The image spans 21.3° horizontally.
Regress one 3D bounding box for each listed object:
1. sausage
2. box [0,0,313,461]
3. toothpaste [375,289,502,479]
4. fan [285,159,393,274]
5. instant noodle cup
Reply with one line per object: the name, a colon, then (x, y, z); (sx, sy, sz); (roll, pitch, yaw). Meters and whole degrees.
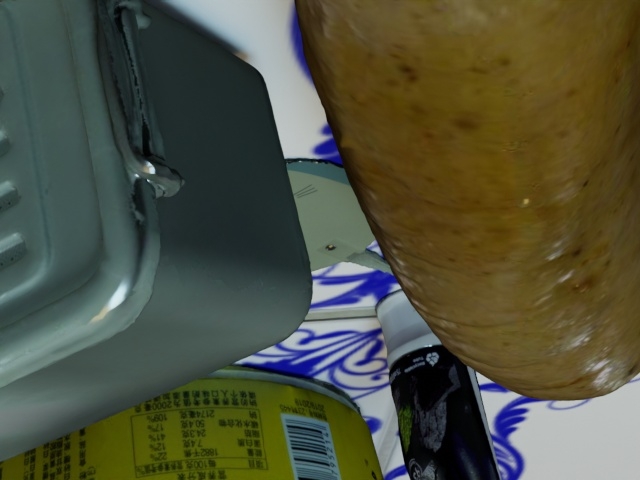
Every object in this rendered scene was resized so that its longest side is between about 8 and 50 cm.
sausage: (0.065, -0.061, 0.624); (0.136, 0.123, 0.501); (-34, 150, -6)
box: (-0.125, 0.000, 0.671); (0.243, 0.163, 0.135); (-26, 156, 28)
toothpaste: (0.070, 0.116, 0.884); (0.045, 0.193, 0.071); (10, 146, -33)
fan: (0.000, 0.000, 0.849); (0.113, 0.005, 0.175); (-30, 145, 35)
instant noodle cup: (-0.077, 0.238, 1.005); (0.326, 0.254, 0.325); (-6, 152, -3)
